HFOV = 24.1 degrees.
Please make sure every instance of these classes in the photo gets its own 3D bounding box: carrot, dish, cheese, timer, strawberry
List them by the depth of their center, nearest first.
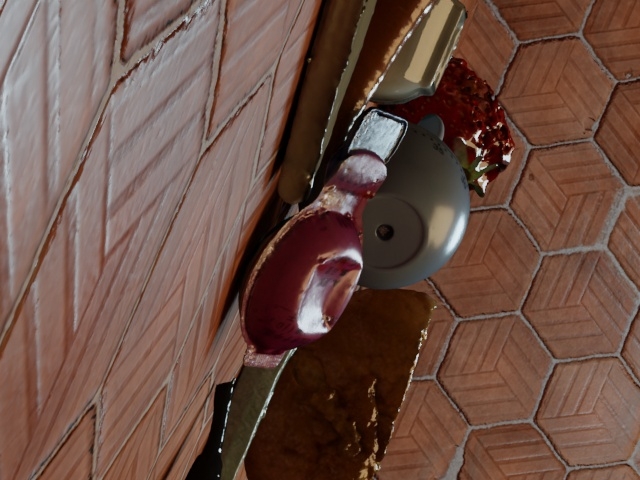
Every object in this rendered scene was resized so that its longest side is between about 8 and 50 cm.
[{"bbox_3d":[0.027,-0.186,1.065,0.400,0.034,0.085,109,2,-46],"label":"cheese"},{"bbox_3d":[0.000,0.000,1.257,0.155,0.062,0.244,10,109,-59],"label":"cheese"},{"bbox_3d":[0.068,-0.204,1.297,0.336,0.069,0.069,-62,175,-18],"label":"carrot"},{"bbox_3d":[0.067,-0.035,1.425,0.255,0.175,0.175,-8,121,-80],"label":"timer"},{"bbox_3d":[0.097,-0.204,1.521,0.212,0.077,0.151,-22,135,-84],"label":"dish"},{"bbox_3d":[0.154,-0.152,1.965,0.184,0.187,0.201,37,43,-74],"label":"strawberry"}]

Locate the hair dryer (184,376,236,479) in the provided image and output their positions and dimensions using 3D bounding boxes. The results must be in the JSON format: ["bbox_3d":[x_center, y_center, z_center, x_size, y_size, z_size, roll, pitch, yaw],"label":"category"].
[{"bbox_3d":[-0.122,0.235,1.255,0.304,0.120,0.359,87,12,-46],"label":"hair dryer"}]

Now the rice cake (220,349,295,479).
[{"bbox_3d":[-0.081,0.188,1.577,0.042,0.045,0.245,110,4,-66],"label":"rice cake"}]

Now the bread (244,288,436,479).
[{"bbox_3d":[0.005,0.199,1.838,0.194,0.179,0.340,18,92,-88],"label":"bread"}]
